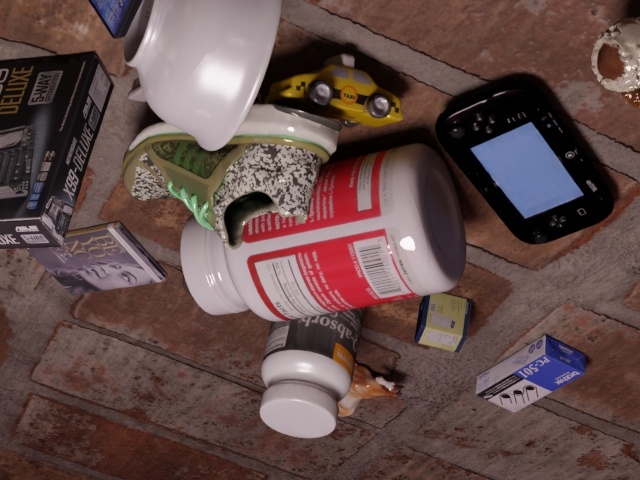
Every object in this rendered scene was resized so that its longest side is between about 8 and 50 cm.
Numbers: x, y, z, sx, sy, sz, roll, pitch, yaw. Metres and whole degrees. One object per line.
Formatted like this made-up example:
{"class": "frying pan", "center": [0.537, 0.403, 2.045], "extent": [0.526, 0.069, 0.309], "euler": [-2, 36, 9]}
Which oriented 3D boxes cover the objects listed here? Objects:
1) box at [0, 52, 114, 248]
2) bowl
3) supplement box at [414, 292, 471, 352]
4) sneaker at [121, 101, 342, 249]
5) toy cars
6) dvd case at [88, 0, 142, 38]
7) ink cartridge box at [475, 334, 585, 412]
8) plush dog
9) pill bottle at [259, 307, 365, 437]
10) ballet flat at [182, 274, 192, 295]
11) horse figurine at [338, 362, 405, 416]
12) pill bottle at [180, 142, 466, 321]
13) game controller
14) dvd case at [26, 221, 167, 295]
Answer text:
{"class": "box", "center": [-0.459, -0.130, 1.737], "extent": [0.243, 0.307, 0.076], "euler": [-1, 145, 18]}
{"class": "bowl", "center": [-0.160, -0.269, 1.466], "extent": [0.134, 0.297, 0.298], "euler": [12, 145, -23]}
{"class": "supplement box", "center": [0.217, 0.142, 2.089], "extent": [0.083, 0.083, 0.056], "euler": [14, 143, -2]}
{"class": "sneaker", "center": [-0.154, -0.076, 1.703], "extent": [0.410, 0.182, 0.158], "euler": [-10, 156, 44]}
{"class": "toy cars", "center": [-0.077, -0.223, 1.689], "extent": [0.394, 0.087, 0.176], "euler": [4, 173, 14]}
{"class": "dvd case", "center": [-0.281, -0.397, 1.440], "extent": [0.253, 0.022, 0.180], "euler": [56, 142, 13]}
{"class": "ink cartridge box", "center": [0.392, 0.253, 2.216], "extent": [0.097, 0.046, 0.207], "euler": [26, 141, -20]}
{"class": "plush dog", "center": [0.502, -0.216, 1.504], "extent": [0.262, 0.210, 0.225], "euler": [28, 166, 26]}
{"class": "pill bottle", "center": [-0.015, 0.190, 2.054], "extent": [0.162, 0.278, 0.162], "euler": [7, 143, 5]}
{"class": "ballet flat", "center": [-0.152, 0.037, 2.074], "extent": [0.250, 0.084, 0.058], "euler": [-30, 162, 39]}
{"class": "horse figurine", "center": [0.035, 0.297, 2.359], "extent": [0.174, 0.066, 0.263], "euler": [29, 138, -12]}
{"class": "pill bottle", "center": [0.000, 0.000, 1.829], "extent": [0.408, 0.229, 0.229], "euler": [-12, 137, 24]}
{"class": "game controller", "center": [0.307, -0.110, 1.751], "extent": [0.166, 0.067, 0.319], "euler": [-16, 135, 32]}
{"class": "dvd case", "center": [-0.417, 0.037, 2.182], "extent": [0.221, 0.018, 0.164], "euler": [-10, 138, 26]}
